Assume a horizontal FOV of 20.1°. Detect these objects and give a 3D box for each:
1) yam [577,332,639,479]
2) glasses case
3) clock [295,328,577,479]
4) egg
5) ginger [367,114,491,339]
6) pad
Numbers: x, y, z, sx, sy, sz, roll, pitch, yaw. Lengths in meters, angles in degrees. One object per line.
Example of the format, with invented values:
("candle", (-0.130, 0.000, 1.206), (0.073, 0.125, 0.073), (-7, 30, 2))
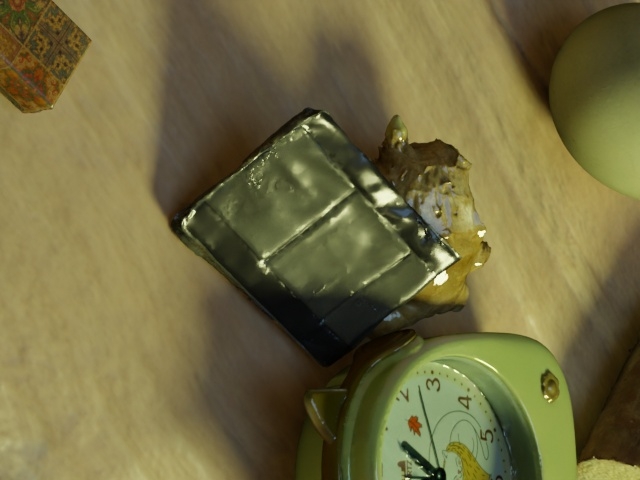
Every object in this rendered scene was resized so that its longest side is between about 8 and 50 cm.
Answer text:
("yam", (0.380, 0.184, 1.987), (0.128, 0.129, 0.238), (33, 66, -1))
("glasses case", (-0.278, -0.196, 1.408), (0.218, 0.049, 0.075), (46, 57, -35))
("clock", (0.100, 0.225, 1.709), (0.348, 0.117, 0.286), (10, 74, -42))
("egg", (0.344, -0.137, 1.882), (0.253, 0.188, 0.188), (46, 63, -40))
("ginger", (0.082, -0.018, 1.713), (0.157, 0.102, 0.216), (-12, 110, -11))
("pad", (0.000, 0.000, 1.626), (0.174, 0.022, 0.233), (-41, 123, 9))
